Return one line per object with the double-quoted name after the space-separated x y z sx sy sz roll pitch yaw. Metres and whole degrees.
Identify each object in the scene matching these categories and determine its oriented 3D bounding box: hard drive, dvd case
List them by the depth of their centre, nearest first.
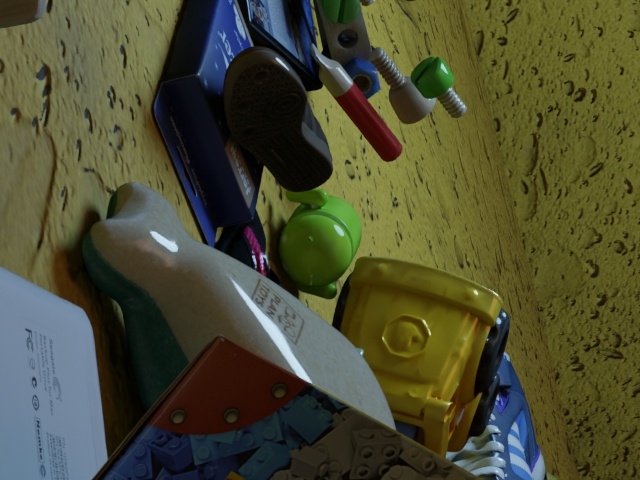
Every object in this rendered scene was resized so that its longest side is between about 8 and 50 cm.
-0.175 0.102 0.920 0.307 0.040 0.203 39 40 -69 "hard drive"
-0.052 -0.255 1.811 0.253 0.022 0.180 31 49 -73 "dvd case"

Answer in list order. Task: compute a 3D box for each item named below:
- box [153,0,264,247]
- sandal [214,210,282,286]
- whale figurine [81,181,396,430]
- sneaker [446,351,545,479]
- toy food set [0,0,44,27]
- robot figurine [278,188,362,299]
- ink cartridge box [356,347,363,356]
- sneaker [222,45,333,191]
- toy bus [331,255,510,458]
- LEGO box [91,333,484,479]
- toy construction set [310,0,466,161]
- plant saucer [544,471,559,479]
-0.081 -0.107 1.525 0.225 0.036 0.136 -80 154 -56 "box"
-0.053 0.017 1.508 0.179 0.040 0.067 -81 155 -58 "sandal"
-0.070 0.094 1.244 0.272 0.141 0.216 48 21 -13 "whale figurine"
0.147 0.200 2.039 0.236 0.130 0.323 67 18 -10 "sneaker"
-0.219 -0.235 0.930 0.306 0.092 0.219 16 62 -75 "toy food set"
0.000 0.000 1.690 0.115 0.067 0.101 -63 151 -69 "robot figurine"
-0.008 0.221 1.493 0.171 0.056 0.235 -81 180 -56 "ink cartridge box"
-0.042 -0.107 1.502 0.188 0.066 0.071 65 2 -59 "sneaker"
0.068 0.156 1.681 0.220 0.149 0.211 90 18 -54 "toy bus"
0.094 0.321 0.983 0.193 0.372 0.500 -51 148 -20 "LEGO box"
0.047 -0.261 1.808 0.237 0.257 0.309 49 38 -31 "toy construction set"
0.259 0.437 2.035 0.333 0.081 0.332 -26 123 -84 "plant saucer"
